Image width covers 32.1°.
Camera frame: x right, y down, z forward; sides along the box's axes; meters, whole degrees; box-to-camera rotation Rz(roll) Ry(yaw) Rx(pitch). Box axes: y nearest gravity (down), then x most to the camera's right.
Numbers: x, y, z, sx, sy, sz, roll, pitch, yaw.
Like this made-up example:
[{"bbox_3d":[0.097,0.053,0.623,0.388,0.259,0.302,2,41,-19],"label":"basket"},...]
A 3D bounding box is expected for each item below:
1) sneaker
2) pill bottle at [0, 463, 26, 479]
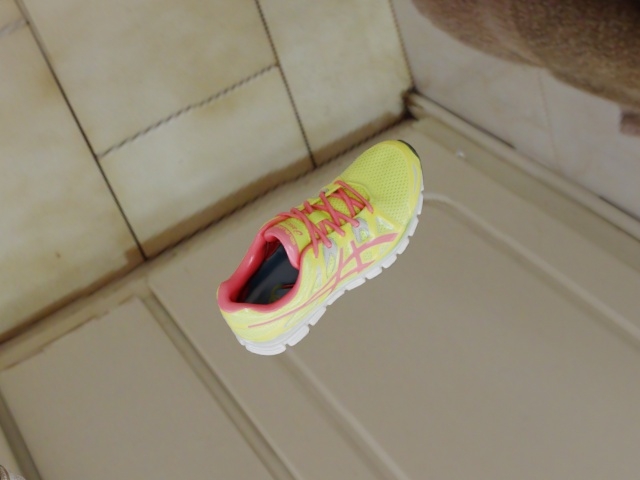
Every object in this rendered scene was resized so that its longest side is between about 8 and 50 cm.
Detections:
[{"bbox_3d":[0.000,0.000,0.867,0.208,0.081,0.094,-49,151,-2],"label":"sneaker"},{"bbox_3d":[-0.372,0.269,1.198,0.067,0.067,0.120,-52,146,4],"label":"pill bottle"}]
